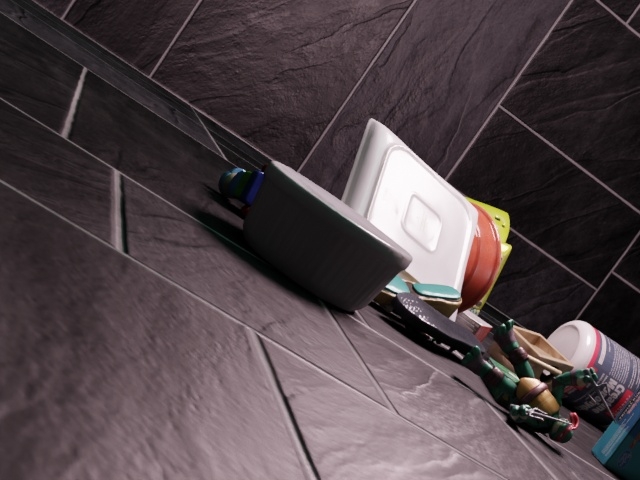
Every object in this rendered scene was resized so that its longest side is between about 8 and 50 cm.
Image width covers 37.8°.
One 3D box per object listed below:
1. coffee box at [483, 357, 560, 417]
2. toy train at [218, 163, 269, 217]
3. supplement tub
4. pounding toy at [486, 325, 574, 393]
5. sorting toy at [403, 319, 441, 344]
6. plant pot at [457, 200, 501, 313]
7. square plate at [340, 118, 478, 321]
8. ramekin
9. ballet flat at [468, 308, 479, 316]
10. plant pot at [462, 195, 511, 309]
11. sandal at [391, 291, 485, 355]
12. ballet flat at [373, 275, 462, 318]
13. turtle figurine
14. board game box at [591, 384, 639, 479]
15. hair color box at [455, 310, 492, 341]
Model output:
[{"bbox_3d":[0.348,0.271,1.651,0.113,0.040,0.184,33,5,-4],"label":"coffee box"},{"bbox_3d":[-0.069,-0.056,1.754,0.248,0.105,0.143,31,-6,-36],"label":"toy train"},{"bbox_3d":[0.675,0.335,2.255,0.272,0.191,0.191,33,6,-13],"label":"supplement tub"},{"bbox_3d":[0.442,0.269,2.015,0.206,0.094,0.181,19,19,-38],"label":"pounding toy"},{"bbox_3d":[0.191,0.167,1.755,0.083,0.012,0.062,34,5,-5],"label":"sorting toy"},{"bbox_3d":[0.213,0.011,2.060,0.265,0.272,0.272,18,16,-46],"label":"plant pot"},{"bbox_3d":[0.185,-0.027,1.850,0.344,0.347,0.049,39,-41,-25],"label":"square plate"},{"bbox_3d":[0.000,0.000,1.465,0.273,0.127,0.273,35,5,-4],"label":"ramekin"},{"bbox_3d":[0.326,0.155,2.413,0.188,0.070,0.070,25,6,0],"label":"ballet flat"},{"bbox_3d":[0.338,0.033,2.323,0.228,0.227,0.207,17,27,-8],"label":"plant pot"},{"bbox_3d":[0.211,0.170,1.685,0.254,0.054,0.097,33,18,-40],"label":"sandal"},{"bbox_3d":[0.154,0.108,1.722,0.232,0.073,0.080,15,28,-22],"label":"ballet flat"},{"bbox_3d":[0.345,0.247,1.500,0.175,0.118,0.234,-28,64,-38],"label":"turtle figurine"},{"bbox_3d":[0.711,0.387,1.710,0.336,0.253,0.079,35,5,-6],"label":"board game box"},{"bbox_3d":[0.343,0.196,2.202,0.093,0.053,0.167,36,4,19],"label":"hair color box"}]
